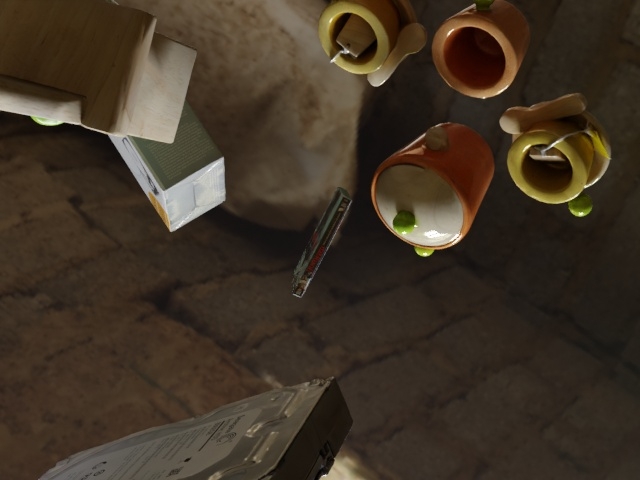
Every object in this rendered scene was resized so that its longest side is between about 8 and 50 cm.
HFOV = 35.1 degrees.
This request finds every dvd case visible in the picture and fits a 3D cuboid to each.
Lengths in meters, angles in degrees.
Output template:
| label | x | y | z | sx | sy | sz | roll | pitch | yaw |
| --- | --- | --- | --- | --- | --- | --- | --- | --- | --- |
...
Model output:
| label | x | y | z | sx | sy | sz | roll | pitch | yaw |
| --- | --- | --- | --- | --- | --- | --- | --- | --- | --- |
| dvd case | 0.000 | 0.000 | 1.113 | 0.119 | 0.013 | 0.087 | -64 | -173 | 9 |

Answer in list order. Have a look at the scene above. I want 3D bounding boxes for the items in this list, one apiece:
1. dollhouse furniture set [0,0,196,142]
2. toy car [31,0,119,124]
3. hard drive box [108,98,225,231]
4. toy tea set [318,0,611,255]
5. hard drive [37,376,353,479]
| label | x | y | z | sx | sy | sz | roll | pitch | yaw |
| --- | --- | --- | --- | --- | --- | --- | --- | --- | --- |
| dollhouse furniture set | -0.178 | -0.251 | 0.421 | 0.174 | 0.303 | 0.355 | 2 | 105 | -68 |
| toy car | -0.285 | -0.244 | 1.030 | 0.149 | 0.155 | 0.188 | -27 | 139 | -8 |
| hard drive box | -0.220 | -0.149 | 1.300 | 0.089 | 0.232 | 0.181 | -31 | 169 | -13 |
| toy tea set | 0.081 | -0.129 | 0.827 | 0.200 | 0.336 | 0.124 | -18 | -158 | 45 |
| hard drive | -0.153 | 0.236 | 0.957 | 0.339 | 0.064 | 0.237 | -19 | -172 | 19 |
